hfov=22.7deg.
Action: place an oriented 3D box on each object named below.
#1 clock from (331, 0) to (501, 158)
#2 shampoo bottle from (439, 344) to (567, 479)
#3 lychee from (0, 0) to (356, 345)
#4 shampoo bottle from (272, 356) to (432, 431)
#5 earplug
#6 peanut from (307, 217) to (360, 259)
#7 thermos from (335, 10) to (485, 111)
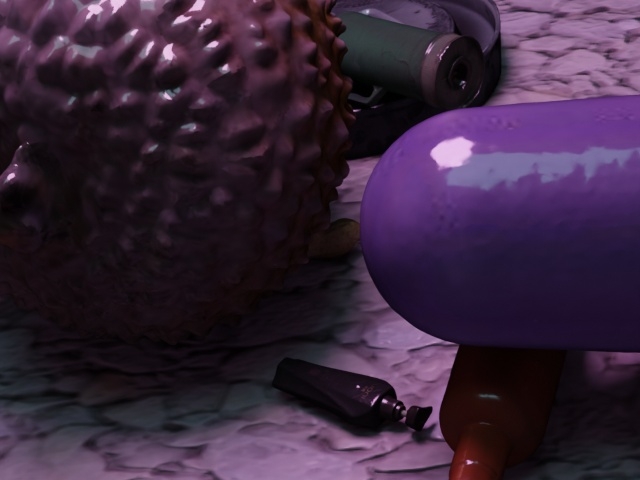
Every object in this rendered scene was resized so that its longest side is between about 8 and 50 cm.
[{"bbox_3d":[0.040,-0.188,1.685,0.312,0.061,0.312,-9,33,6],"label":"clock"},{"bbox_3d":[0.136,0.112,1.183,0.085,0.085,0.244,-1,35,18],"label":"shampoo bottle"},{"bbox_3d":[-0.143,-0.111,1.346,0.380,0.380,0.432,7,31,28],"label":"lychee"},{"bbox_3d":[0.023,0.122,1.255,0.137,0.027,0.048,16,45,36],"label":"shampoo bottle"},{"bbox_3d":[0.255,-0.012,1.138,0.456,0.215,0.215,-1,33,-1],"label":"earplug"},{"bbox_3d":[0.000,0.000,1.441,0.083,0.037,0.037,-12,33,8],"label":"peanut"},{"bbox_3d":[0.066,-0.175,1.548,0.073,0.083,0.187,-14,25,-43],"label":"thermos"}]
